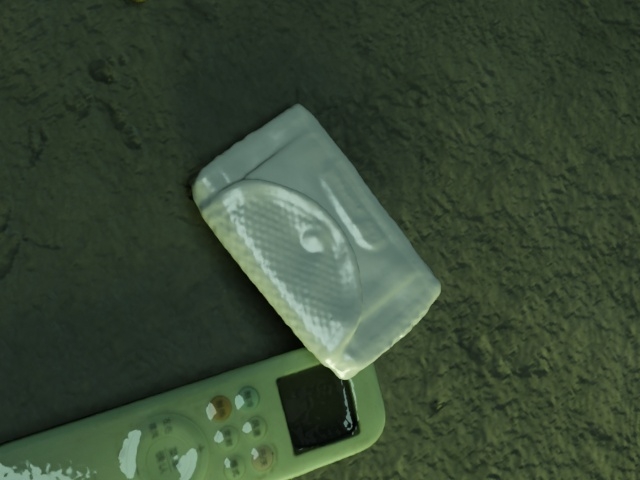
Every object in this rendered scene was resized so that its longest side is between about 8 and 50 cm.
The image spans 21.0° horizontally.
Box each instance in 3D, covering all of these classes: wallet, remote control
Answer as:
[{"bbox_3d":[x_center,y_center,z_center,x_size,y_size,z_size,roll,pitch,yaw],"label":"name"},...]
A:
[{"bbox_3d":[0.000,0.000,1.225,0.124,0.032,0.183,-38,91,-32],"label":"wallet"},{"bbox_3d":[-0.093,0.143,1.180,0.310,0.038,0.090,-15,93,-28],"label":"remote control"}]

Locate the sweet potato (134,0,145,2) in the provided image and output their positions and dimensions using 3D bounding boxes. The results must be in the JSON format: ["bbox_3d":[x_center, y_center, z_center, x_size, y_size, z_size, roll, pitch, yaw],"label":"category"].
[{"bbox_3d":[-0.165,-0.290,1.162,0.075,0.075,0.269,-21,99,-27],"label":"sweet potato"}]
